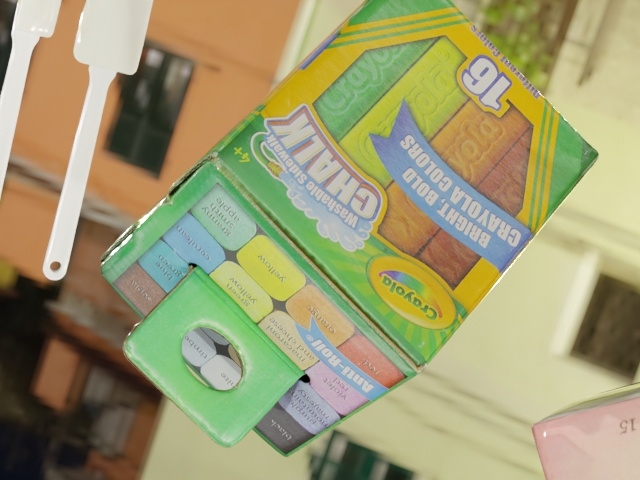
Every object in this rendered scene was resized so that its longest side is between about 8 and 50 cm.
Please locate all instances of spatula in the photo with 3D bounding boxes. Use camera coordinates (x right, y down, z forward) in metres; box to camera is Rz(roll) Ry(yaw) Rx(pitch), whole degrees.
[{"bbox_3d":[-0.221,-0.101,1.387,0.168,0.242,0.019,13,-170,-16],"label":"spatula"}]

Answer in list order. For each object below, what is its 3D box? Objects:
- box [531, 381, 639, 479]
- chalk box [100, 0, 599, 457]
[{"bbox_3d":[0.211,0.170,0.924,0.149,0.232,0.127,-18,175,21],"label":"box"},{"bbox_3d":[0.000,0.000,0.903,0.132,0.132,0.213,45,-127,-5],"label":"chalk box"}]
